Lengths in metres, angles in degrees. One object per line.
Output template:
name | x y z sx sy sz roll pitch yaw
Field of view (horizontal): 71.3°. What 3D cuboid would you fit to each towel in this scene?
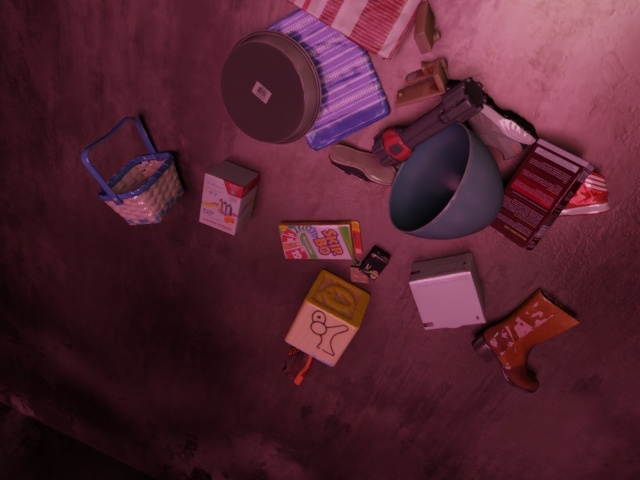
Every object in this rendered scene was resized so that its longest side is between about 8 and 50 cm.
towel | 0.084 -0.604 1.033 0.329 0.037 0.237 30 113 -3
towel | 0.010 -0.426 1.152 0.243 0.040 0.336 -22 109 16

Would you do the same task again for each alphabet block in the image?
alphabet block | 0.024 0.250 1.450 0.192 0.193 0.197 28 123 1

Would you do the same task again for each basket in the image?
basket | -0.573 -0.203 1.371 0.201 0.255 0.289 0 129 21

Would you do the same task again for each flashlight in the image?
flashlight | 0.254 -0.279 1.076 0.304 0.103 0.103 -28 67 51

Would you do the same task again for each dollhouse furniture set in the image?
dollhouse furniture set | 0.213 -0.429 1.042 0.123 0.144 0.151 -8 146 32

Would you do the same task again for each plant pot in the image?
plant pot | 0.335 -0.120 1.115 0.195 0.290 0.290 23 126 -22

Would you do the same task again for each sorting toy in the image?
sorting toy | 0.126 0.100 1.439 0.062 0.012 0.083 8 123 20

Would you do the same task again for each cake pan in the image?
cake pan | -0.140 -0.384 1.157 0.293 0.054 0.293 13 124 21

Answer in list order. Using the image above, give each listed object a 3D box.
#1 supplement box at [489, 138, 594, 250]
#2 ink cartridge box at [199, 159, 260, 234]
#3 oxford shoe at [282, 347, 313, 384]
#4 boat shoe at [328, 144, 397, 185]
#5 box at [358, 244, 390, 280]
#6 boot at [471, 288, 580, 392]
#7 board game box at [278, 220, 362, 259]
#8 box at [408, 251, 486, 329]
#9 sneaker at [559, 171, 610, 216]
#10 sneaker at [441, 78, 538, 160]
supplement box | 0.526 -0.109 1.090 0.130 0.073 0.239 44 114 34
ink cartridge box | -0.283 -0.132 1.384 0.128 0.127 0.176 21 123 6
oxford shoe | -0.074 0.426 1.642 0.098 0.097 0.271 30 123 9
boat shoe | 0.120 -0.206 1.258 0.206 0.075 0.065 23 166 -1
box | 0.168 0.069 1.384 0.062 0.052 0.083 33 122 -2
boot | 0.651 0.310 1.351 0.264 0.096 0.280 44 115 1
board game box | 0.000 0.000 1.417 0.259 0.039 0.124 -1 118 17
box | 0.377 0.152 1.319 0.181 0.119 0.182 -13 113 24
sneaker | 0.600 -0.124 1.132 0.221 0.087 0.128 -5 96 25
sneaker | 0.388 -0.293 1.085 0.271 0.100 0.108 35 129 -2
